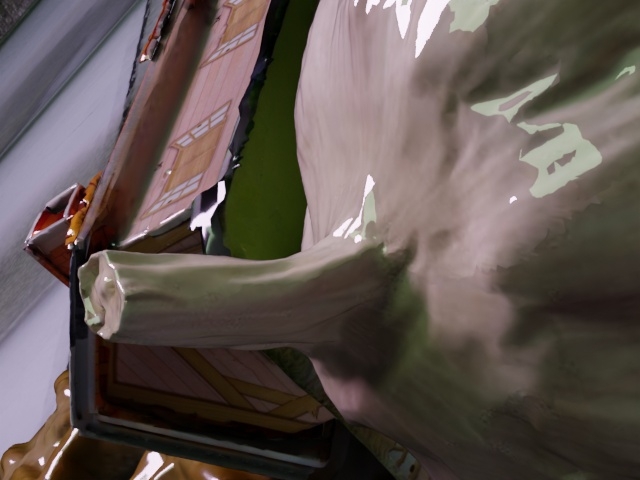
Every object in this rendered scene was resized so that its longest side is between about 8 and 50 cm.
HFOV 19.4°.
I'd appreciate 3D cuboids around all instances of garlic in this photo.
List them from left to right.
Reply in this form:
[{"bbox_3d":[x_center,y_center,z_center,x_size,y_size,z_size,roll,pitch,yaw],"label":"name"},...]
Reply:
[{"bbox_3d":[0.039,0.002,0.529,0.212,0.219,0.218,-20,8,-23],"label":"garlic"}]

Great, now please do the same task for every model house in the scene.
[{"bbox_3d":[-0.001,0.000,0.754,0.154,0.207,0.294,-27,30,31],"label":"model house"}]

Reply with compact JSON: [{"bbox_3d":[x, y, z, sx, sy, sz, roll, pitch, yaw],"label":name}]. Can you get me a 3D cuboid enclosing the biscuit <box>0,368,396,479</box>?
[{"bbox_3d":[-0.077,0.132,0.895,0.332,0.103,0.332,-45,22,24],"label":"biscuit"}]
